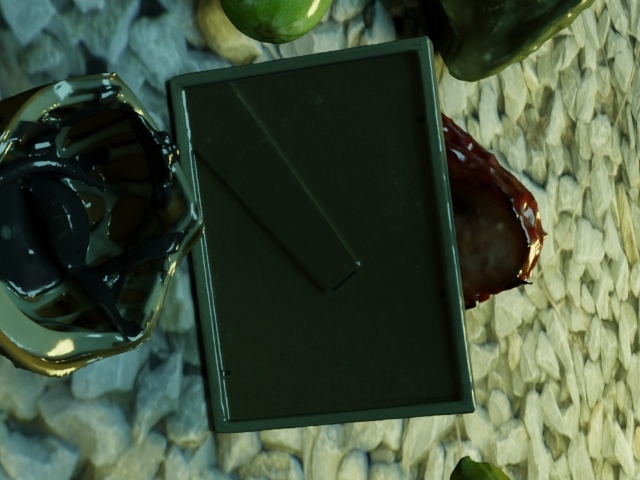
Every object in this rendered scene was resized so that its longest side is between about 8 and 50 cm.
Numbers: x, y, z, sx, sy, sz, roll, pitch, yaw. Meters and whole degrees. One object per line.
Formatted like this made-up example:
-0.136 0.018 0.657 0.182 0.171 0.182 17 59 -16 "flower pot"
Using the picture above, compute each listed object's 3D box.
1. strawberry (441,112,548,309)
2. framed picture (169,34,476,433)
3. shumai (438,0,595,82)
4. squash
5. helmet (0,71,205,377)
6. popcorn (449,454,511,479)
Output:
0.069 -0.051 1.289 0.150 0.280 0.253 -17 90 -59 "strawberry"
0.000 0.000 1.202 0.020 0.241 0.324 -11 93 -74 "framed picture"
0.197 -0.399 1.545 0.323 0.397 0.324 39 26 -10 "shumai"
-0.025 -0.346 1.327 0.118 0.118 0.370 41 49 -46 "squash"
-0.198 -0.012 0.993 0.224 0.130 0.198 -52 124 -34 "helmet"
0.176 0.377 1.372 0.321 0.290 0.325 -18 119 -59 "popcorn"
